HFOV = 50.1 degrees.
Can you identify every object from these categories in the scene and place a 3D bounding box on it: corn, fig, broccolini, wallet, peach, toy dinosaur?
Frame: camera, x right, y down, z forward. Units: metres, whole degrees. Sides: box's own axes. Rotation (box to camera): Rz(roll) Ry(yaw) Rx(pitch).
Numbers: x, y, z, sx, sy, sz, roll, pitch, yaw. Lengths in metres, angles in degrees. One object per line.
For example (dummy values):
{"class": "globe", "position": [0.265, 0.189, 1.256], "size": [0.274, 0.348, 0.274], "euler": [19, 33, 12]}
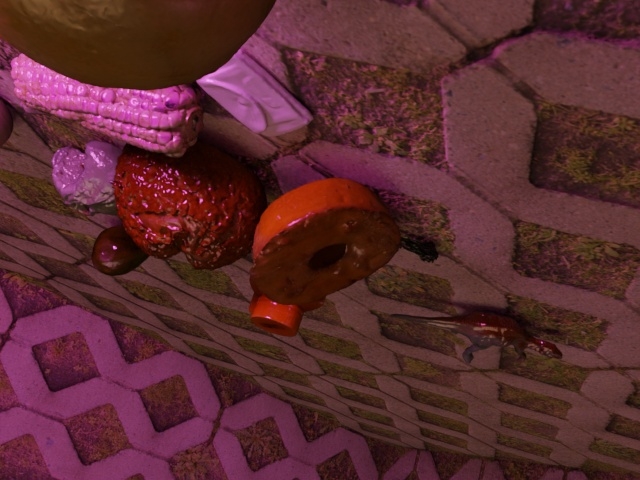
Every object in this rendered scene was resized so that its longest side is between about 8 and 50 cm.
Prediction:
{"class": "corn", "position": [-0.347, -0.229, 1.104], "size": [0.334, 0.127, 0.127], "euler": [17, 157, 10]}
{"class": "fig", "position": [-0.499, 0.037, 1.793], "size": [0.184, 0.133, 0.127], "euler": [15, 121, -2]}
{"class": "broccolini", "position": [0.128, -0.011, 1.323], "size": [0.218, 0.042, 0.044], "euler": [23, 156, -5]}
{"class": "wallet", "position": [-0.107, -0.220, 1.047], "size": [0.124, 0.032, 0.183], "euler": [-8, 144, 43]}
{"class": "peach", "position": [-0.181, -0.292, 0.621], "size": [0.281, 0.314, 0.315], "euler": [-38, 126, 25]}
{"class": "toy dinosaur", "position": [0.346, 0.209, 1.580], "size": [0.392, 0.092, 0.205], "euler": [24, 156, -9]}

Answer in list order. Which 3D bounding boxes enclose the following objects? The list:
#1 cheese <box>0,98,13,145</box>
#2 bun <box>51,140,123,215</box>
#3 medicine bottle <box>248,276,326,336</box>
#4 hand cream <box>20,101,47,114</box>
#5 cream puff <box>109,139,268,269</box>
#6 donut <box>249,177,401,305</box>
{"class": "cheese", "position": [-0.694, -0.281, 1.308], "size": [0.163, 0.082, 0.286], "euler": [16, 154, 5]}
{"class": "bun", "position": [-0.468, -0.119, 1.432], "size": [0.203, 0.127, 0.212], "euler": [24, 156, -16]}
{"class": "medicine bottle", "position": [-0.062, 0.080, 1.436], "size": [0.149, 0.222, 0.112], "euler": [3, 152, 34]}
{"class": "hand cream", "position": [-0.487, -0.252, 1.278], "size": [0.165, 0.037, 0.057], "euler": [6, 155, 15]}
{"class": "cream puff", "position": [-0.249, -0.059, 1.285], "size": [0.302, 0.212, 0.303], "euler": [14, 156, 6]}
{"class": "donut", "position": [0.003, -0.001, 1.234], "size": [0.277, 0.109, 0.278], "euler": [-11, 143, -9]}
